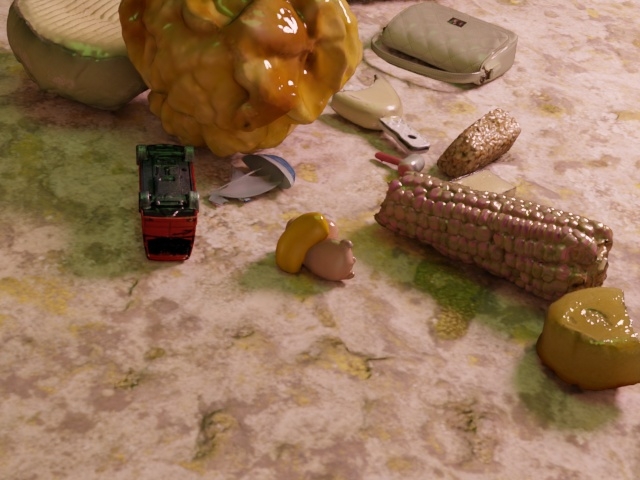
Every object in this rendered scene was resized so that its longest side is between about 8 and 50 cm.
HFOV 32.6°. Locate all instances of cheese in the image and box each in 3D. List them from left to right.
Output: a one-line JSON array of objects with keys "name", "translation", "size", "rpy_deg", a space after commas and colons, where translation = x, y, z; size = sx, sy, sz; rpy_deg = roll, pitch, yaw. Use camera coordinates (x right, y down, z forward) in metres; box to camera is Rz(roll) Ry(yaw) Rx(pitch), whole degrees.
[{"name": "cheese", "translation": [0.109, -0.208, 1.832], "size": [0.127, 0.050, 0.235], "rpy_deg": [-11, 40, -31]}]

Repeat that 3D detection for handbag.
[{"name": "handbag", "translation": [0.228, -0.368, 2.074], "size": [0.256, 0.079, 0.219], "rpy_deg": [27, 42, 29]}]

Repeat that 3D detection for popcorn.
[{"name": "popcorn", "translation": [-0.126, -0.310, 1.653], "size": [0.349, 0.382, 0.349], "rpy_deg": [-27, 27, 16]}]

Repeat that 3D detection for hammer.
[{"name": "hammer", "translation": [0.122, -0.126, 1.735], "size": [0.083, 0.031, 0.052], "rpy_deg": [21, 32, 28]}]

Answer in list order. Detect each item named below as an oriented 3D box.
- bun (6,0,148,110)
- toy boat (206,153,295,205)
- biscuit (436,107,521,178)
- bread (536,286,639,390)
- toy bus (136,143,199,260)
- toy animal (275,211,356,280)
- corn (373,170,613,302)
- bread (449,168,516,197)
[{"name": "bun", "translation": [-0.382, -0.308, 1.793], "size": [0.287, 0.146, 0.287], "rpy_deg": [15, 33, -10]}, {"name": "toy boat", "translation": [-0.095, -0.090, 1.627], "size": [0.105, 0.034, 0.149], "rpy_deg": [14, 32, 18]}, {"name": "biscuit", "translation": [0.255, -0.155, 1.763], "size": [0.070, 0.082, 0.168], "rpy_deg": [43, 42, 13]}, {"name": "bread", "translation": [0.335, 0.122, 1.367], "size": [0.125, 0.086, 0.156], "rpy_deg": [4, 31, 6]}, {"name": "toy bus", "translation": [-0.212, -0.060, 1.509], "size": [0.081, 0.089, 0.195], "rpy_deg": [0, 36, -11]}, {"name": "toy animal", "translation": [0.000, 0.000, 1.476], "size": [0.114, 0.091, 0.082], "rpy_deg": [14, 20, 11]}, {"name": "corn", "translation": [0.238, -0.011, 1.519], "size": [0.335, 0.127, 0.126], "rpy_deg": [21, 36, 25]}, {"name": "bread", "translation": [0.230, -0.070, 1.674], "size": [0.153, 0.028, 0.068], "rpy_deg": [-23, 45, -39]}]
